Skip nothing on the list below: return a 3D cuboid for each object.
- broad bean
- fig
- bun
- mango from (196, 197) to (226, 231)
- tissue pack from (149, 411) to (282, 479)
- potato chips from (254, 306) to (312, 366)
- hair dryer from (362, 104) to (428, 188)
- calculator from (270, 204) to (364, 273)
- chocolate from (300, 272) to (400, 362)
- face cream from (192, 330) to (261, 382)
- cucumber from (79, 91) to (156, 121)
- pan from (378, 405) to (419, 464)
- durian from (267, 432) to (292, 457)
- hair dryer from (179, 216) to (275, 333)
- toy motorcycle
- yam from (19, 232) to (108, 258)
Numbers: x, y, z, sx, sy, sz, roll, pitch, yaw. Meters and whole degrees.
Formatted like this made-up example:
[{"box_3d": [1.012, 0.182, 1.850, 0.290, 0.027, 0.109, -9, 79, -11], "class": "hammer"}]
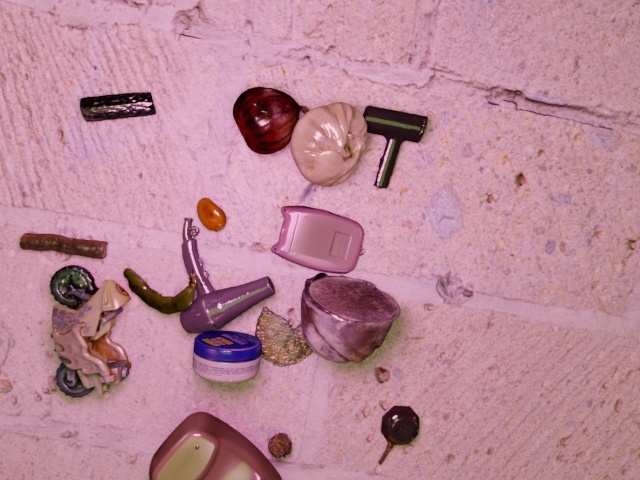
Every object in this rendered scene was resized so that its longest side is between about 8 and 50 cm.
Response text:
[{"box_3d": [-0.484, 0.154, 1.626, 0.292, 0.049, 0.144, 1, 99, 27], "class": "broad bean"}, {"box_3d": [-0.130, -0.381, 1.601, 0.249, 0.186, 0.204, -28, 76, -9], "class": "fig"}, {"box_3d": [0.036, -0.284, 1.580, 0.259, 0.160, 0.259, -12, 115, -28], "class": "bun"}, {"box_3d": [-0.341, -0.082, 1.660, 0.080, 0.060, 0.114, -29, 96, 13], "class": "mango"}, {"box_3d": [-0.309, 0.711, 1.611, 0.387, 0.277, 0.267, 41, 83, -6], "class": "tissue pack"}, {"box_3d": [-0.102, 0.304, 1.716, 0.219, 0.029, 0.202, -6, 94, 0], "class": "potato chips"}, {"box_3d": [0.212, -0.285, 1.674, 0.197, 0.089, 0.251, 11, 99, -4], "class": "hair dryer"}, {"box_3d": [0.000, 0.000, 1.694, 0.294, 0.043, 0.194, 14, 92, -5], "class": "calculator"}, {"box_3d": [0.071, 0.257, 1.615, 0.303, 0.303, 0.213, 13, 109, -4], "class": "chocolate"}, {"box_3d": [-0.283, 0.352, 1.616, 0.206, 0.206, 0.111, 6, 94, -4], "class": "face cream"}, {"box_3d": [-0.615, -0.411, 1.623, 0.211, 0.062, 0.078, -8, 93, -3], "class": "cucumber"}, {"box_3d": [0.262, 0.647, 1.744, 0.128, 0.048, 0.202, 3, 94, -4], "class": "pan"}, {"box_3d": [-0.129, 0.663, 1.709, 0.080, 0.080, 0.091, -14, 106, -2], "class": "durian"}, {"box_3d": [-0.335, 0.086, 1.650, 0.301, 0.121, 0.361, -25, 87, 5], "class": "hair dryer"}, {"box_3d": [-0.691, 0.279, 1.613, 0.237, 0.169, 0.410, 2, 99, 3], "class": "toy motorcycle"}, {"box_3d": [-0.788, 0.014, 1.642, 0.252, 0.061, 0.061, 7, 93, -3], "class": "yam"}]
